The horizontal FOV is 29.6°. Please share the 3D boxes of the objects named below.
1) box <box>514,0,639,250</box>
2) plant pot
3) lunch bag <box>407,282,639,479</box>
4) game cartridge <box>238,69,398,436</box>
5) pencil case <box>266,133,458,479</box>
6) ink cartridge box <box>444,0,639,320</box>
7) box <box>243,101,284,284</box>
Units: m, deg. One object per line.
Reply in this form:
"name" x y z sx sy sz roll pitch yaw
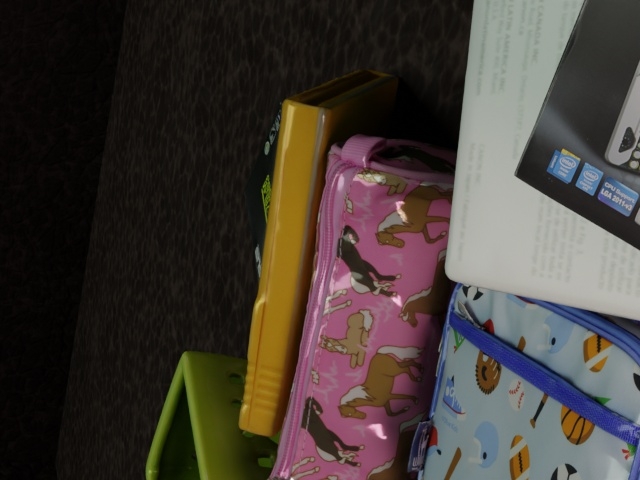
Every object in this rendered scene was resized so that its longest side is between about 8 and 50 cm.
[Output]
"box" 0.260 -0.060 0.497 0.307 0.076 0.242 36 127 24
"plant pot" -0.065 0.276 1.346 0.228 0.207 0.227 -107 28 -42
"lunch bag" 0.173 0.141 0.873 0.303 0.114 0.243 -146 64 -65
"game cartridge" 0.000 0.000 1.228 0.285 0.052 0.324 -38 -39 -69
"pencil case" 0.054 0.094 1.092 0.167 0.160 0.386 -25 -51 -66
"ink cartridge box" 0.257 -0.098 0.667 0.385 0.091 0.308 11 98 41
"box" -0.048 -0.051 1.585 0.184 0.045 0.191 121 147 -47
